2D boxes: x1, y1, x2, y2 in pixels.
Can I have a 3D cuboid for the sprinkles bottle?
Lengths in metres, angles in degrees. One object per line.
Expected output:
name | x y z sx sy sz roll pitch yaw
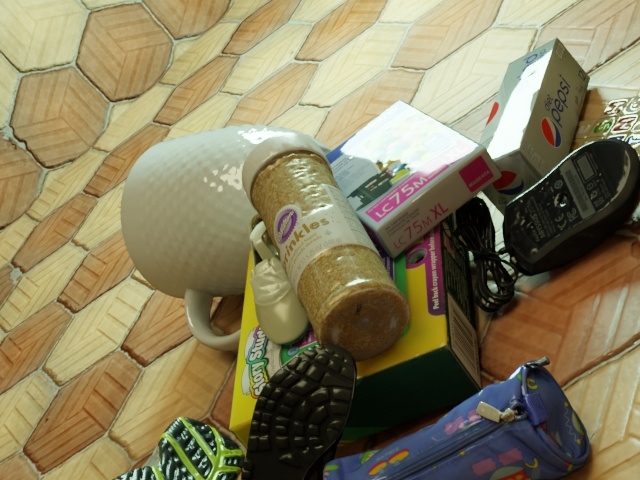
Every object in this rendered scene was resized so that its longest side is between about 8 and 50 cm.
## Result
sprinkles bottle | 0.000 0.000 1.638 0.121 0.121 0.355 -37 40 8

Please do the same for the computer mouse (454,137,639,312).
computer mouse | 0.308 -0.031 1.657 0.272 0.072 0.188 -34 46 28

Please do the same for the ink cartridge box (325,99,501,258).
ink cartridge box | 0.098 -0.100 1.786 0.185 0.065 0.311 -37 27 -6

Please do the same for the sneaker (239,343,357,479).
sneaker | -0.029 0.250 1.535 0.283 0.107 0.124 -67 -16 8

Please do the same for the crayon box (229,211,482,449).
crayon box | 0.045 0.103 1.719 0.313 0.106 0.363 -24 34 20

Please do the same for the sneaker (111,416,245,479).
sneaker | -0.197 0.350 1.525 0.147 0.145 0.384 -61 -9 17

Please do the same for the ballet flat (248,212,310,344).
ballet flat | -0.064 0.041 1.727 0.086 0.086 0.248 -34 31 16

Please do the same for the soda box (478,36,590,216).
soda box | 0.305 -0.168 1.853 0.098 0.091 0.286 -26 27 40

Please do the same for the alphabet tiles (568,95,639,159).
alphabet tiles | 0.395 -0.118 1.760 0.198 0.009 0.237 -3 45 53

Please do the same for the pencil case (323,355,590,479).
pencil case | 0.140 0.243 1.394 0.306 0.133 0.119 -30 57 24

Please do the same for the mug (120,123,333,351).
mug | -0.123 -0.005 2.051 0.328 0.276 0.374 -7 68 43
